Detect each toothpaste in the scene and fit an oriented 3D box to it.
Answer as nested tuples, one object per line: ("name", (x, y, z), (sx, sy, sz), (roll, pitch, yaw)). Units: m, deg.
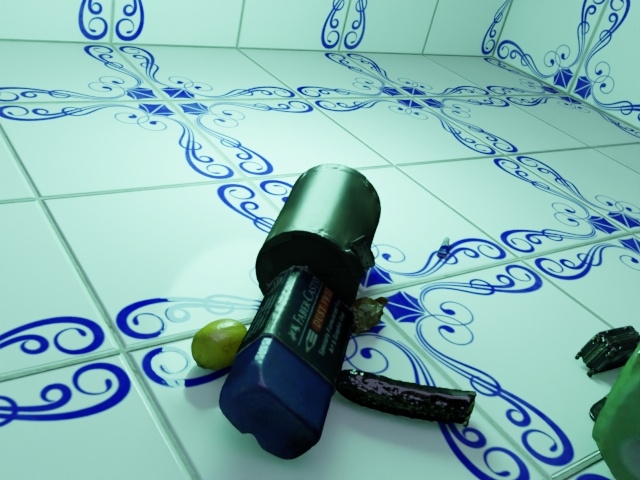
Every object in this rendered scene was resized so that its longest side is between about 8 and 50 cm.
("toothpaste", (0.295, 0.018, 1.602), (0.024, 0.015, 0.083), (14, 34, 15))

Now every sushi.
("sushi", (0.080, 0.143, 1.266), (0.055, 0.052, 0.120), (20, 25, 41))

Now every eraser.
("eraser", (-0.045, 0.174, 1.064), (0.155, 0.101, 0.332), (43, 27, -11))

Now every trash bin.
("trash bin", (0.000, 0.000, 1.321), (0.252, 0.203, 0.301), (-20, 23, 22))

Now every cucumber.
("cucumber", (0.135, 0.256, 1.092), (0.245, 0.067, 0.067), (9, 30, -4))

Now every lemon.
("lemon", (-0.158, 0.167, 1.091), (0.111, 0.082, 0.082), (-19, 44, -41))

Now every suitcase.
("suitcase", (0.572, 0.216, 1.321), (0.126, 0.086, 0.059), (-5, 51, -30))

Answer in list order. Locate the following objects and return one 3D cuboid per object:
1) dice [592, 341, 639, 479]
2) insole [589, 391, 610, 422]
("dice", (0.644, 0.255, 1.045), (0.330, 0.318, 0.322), (34, 36, 26))
("insole", (0.599, 0.292, 1.278), (0.310, 0.012, 0.110), (-15, 42, -41))
